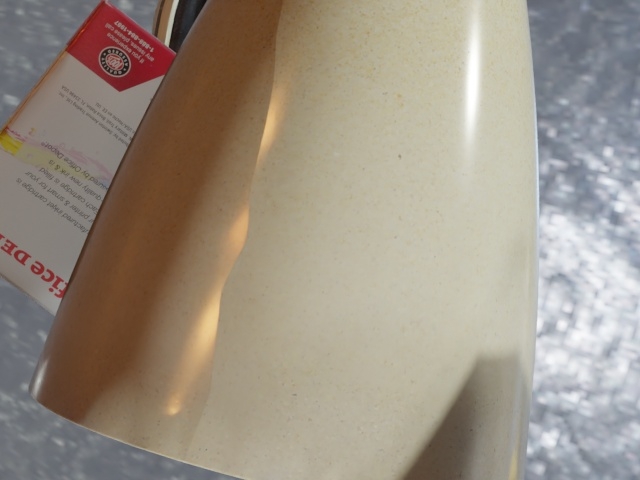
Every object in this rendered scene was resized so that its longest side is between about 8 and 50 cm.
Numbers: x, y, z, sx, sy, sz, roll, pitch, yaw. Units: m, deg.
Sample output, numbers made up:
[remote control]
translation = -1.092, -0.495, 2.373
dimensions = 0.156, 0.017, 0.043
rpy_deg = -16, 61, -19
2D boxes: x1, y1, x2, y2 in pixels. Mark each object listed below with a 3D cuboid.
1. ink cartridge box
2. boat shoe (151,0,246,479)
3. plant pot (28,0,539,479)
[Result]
[ink cartridge box]
translation = -0.142, -0.046, 1.198
dimensions = 0.128, 0.127, 0.176
rpy_deg = 38, 90, -10
[boat shoe]
translation = 0.000, 0.000, 1.395
dimensions = 0.187, 0.156, 0.500
rpy_deg = 6, 62, -44
[plant pot]
translation = 0.009, -0.029, 0.959
dimensions = 0.256, 0.256, 0.274
rpy_deg = 12, 92, -34
